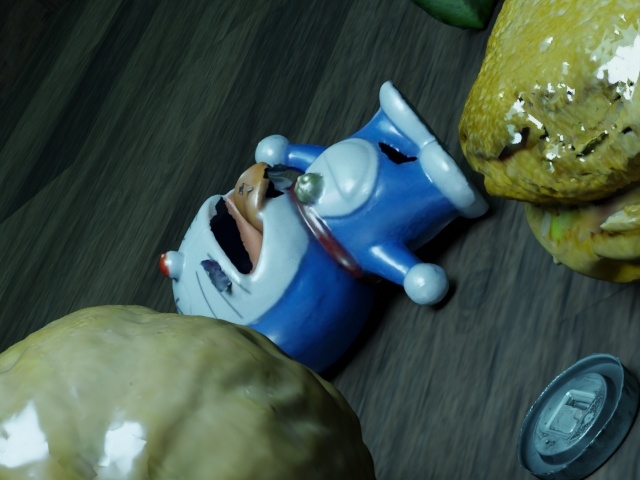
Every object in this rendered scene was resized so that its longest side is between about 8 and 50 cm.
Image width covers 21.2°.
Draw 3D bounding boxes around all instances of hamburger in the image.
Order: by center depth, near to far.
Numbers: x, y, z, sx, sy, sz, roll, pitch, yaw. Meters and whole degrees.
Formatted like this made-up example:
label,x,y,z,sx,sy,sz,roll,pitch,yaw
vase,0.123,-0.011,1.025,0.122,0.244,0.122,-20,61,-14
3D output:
label,x,y,z,sx,sy,sz,roll,pitch,yaw
hamburger,0.220,-0.118,0.994,0.290,0.170,0.314,-34,26,48

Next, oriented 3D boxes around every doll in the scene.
label,x,y,z,sx,sy,sz,roll,pitch,yaw
doll,0.000,0.000,1.307,0.257,0.161,0.215,-43,46,13

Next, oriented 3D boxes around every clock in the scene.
label,x,y,z,sx,sy,sz,roll,pitch,yaw
clock,0.148,0.103,0.985,0.085,0.017,0.085,-44,20,20

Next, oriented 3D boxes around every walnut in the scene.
label,x,y,z,sx,sy,sz,roll,pitch,yaw
walnut,-0.098,0.192,0.959,0.306,0.306,0.344,-53,-15,-5

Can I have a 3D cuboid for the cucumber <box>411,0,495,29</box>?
label,x,y,z,sx,sy,sz,roll,pitch,yaw
cucumber,0.141,-0.298,1.500,0.191,0.191,0.130,-31,36,46
